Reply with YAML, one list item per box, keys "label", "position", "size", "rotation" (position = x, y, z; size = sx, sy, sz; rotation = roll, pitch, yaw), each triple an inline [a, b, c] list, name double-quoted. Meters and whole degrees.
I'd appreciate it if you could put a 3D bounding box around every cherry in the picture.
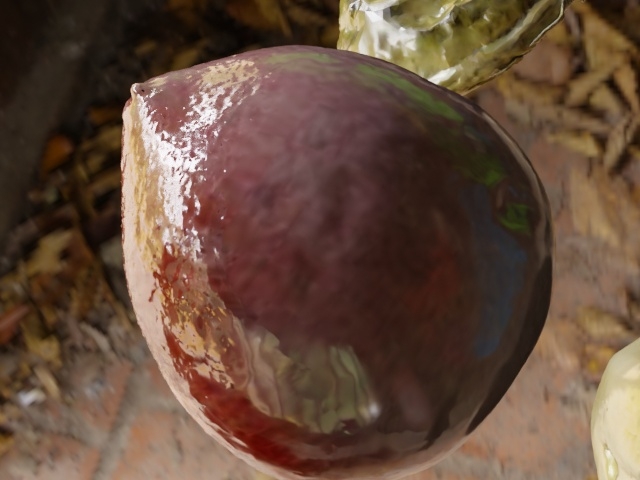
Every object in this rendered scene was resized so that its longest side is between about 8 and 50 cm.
- label: "cherry"
  position: [0.008, 0.007, 0.990]
  size: [0.239, 0.239, 0.206]
  rotation: [-44, 47, -14]

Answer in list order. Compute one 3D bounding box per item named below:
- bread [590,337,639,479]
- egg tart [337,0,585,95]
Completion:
- label: "bread"
  position: [0.387, 0.158, 1.301]
  size: [0.376, 0.253, 0.348]
  rotation: [-23, 26, -26]
- label: "egg tart"
  position: [0.101, -0.189, 1.368]
  size: [0.252, 0.098, 0.232]
  rotation: [-30, 26, 10]
